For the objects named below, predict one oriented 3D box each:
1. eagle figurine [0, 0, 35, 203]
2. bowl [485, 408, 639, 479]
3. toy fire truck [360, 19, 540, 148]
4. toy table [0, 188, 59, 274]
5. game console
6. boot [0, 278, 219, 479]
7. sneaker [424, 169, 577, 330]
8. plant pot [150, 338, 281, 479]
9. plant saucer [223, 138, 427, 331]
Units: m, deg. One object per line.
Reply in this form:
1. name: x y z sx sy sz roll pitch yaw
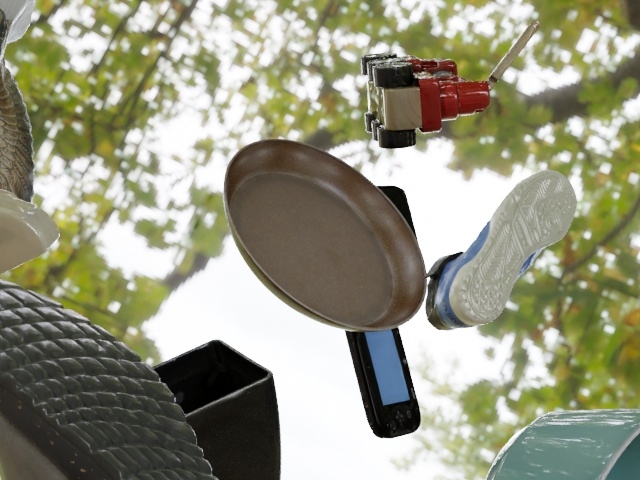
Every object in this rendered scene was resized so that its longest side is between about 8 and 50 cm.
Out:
1. eagle figurine: -0.374 -0.145 1.278 0.226 0.225 0.298 4 49 -53
2. bowl: 0.291 0.317 1.420 0.163 0.311 0.311 16 -17 40
3. toy fire truck: 0.191 -0.237 1.842 0.246 0.158 0.217 -6 14 -4
4. toy table: -0.343 -0.020 1.009 0.274 0.252 0.161 -18 -69 41
5. game console: 0.078 0.097 1.771 0.213 0.361 0.044 -5 -13 -42
6. boot: -0.135 0.184 0.619 0.338 0.223 0.118 41 15 22
7. sneaker: 0.134 0.009 0.977 0.058 0.152 0.084 41 -24 -10
8. plant pot: -0.147 0.246 1.506 0.187 0.188 0.167 20 -48 62
9. plant saucer: 0.000 0.000 1.623 0.310 0.311 0.050 29 -53 -15
